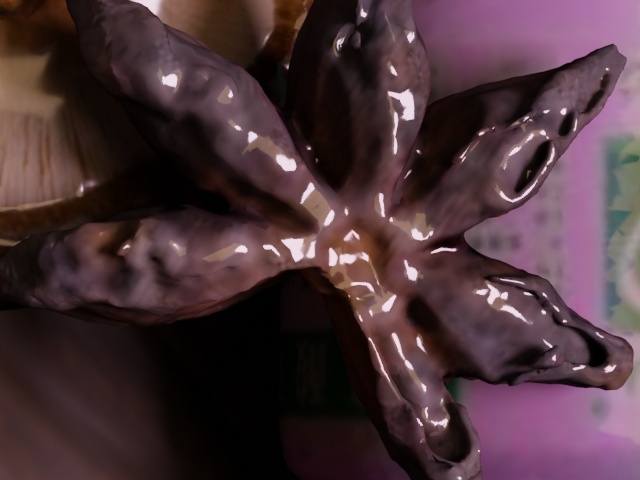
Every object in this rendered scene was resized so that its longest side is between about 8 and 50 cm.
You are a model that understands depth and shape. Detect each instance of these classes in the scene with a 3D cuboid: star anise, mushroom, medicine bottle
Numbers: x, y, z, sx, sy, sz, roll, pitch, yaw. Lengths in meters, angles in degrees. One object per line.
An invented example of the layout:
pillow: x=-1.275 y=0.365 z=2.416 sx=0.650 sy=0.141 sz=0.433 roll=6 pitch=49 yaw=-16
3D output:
star anise: x=0.011 y=-0.013 z=0.488 sx=0.208 sy=0.063 sz=0.172 roll=32 pitch=86 yaw=-9
mushroom: x=-0.111 y=-0.079 z=0.547 sx=0.231 sy=0.138 sz=0.194 roll=10 pitch=95 yaw=-25
medicine bottle: x=0.087 y=0.040 z=0.631 sx=0.212 sy=0.212 sz=0.326 roll=4 pitch=83 yaw=-38
